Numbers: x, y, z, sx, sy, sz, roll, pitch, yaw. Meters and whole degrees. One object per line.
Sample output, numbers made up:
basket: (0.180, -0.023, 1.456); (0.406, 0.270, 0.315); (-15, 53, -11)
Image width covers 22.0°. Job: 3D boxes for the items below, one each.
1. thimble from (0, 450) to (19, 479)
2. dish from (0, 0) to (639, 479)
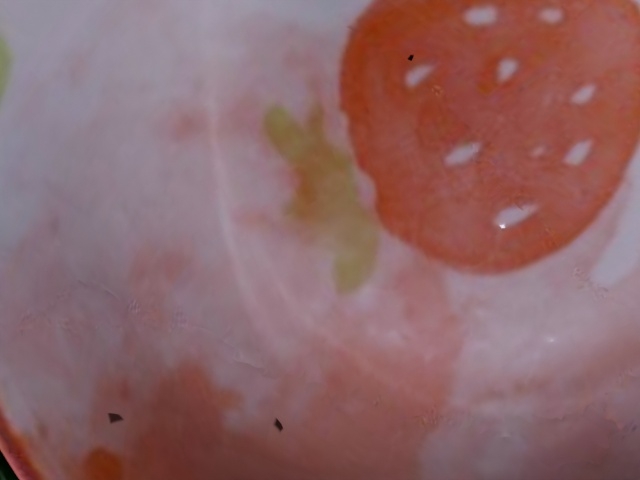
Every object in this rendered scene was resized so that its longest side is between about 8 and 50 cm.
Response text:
thimble: (-0.144, 0.111, 0.578); (0.118, 0.090, 0.130); (-41, 63, 26)
dish: (0.039, -0.020, 0.409); (0.260, 0.085, 0.260); (-1, 104, -3)
